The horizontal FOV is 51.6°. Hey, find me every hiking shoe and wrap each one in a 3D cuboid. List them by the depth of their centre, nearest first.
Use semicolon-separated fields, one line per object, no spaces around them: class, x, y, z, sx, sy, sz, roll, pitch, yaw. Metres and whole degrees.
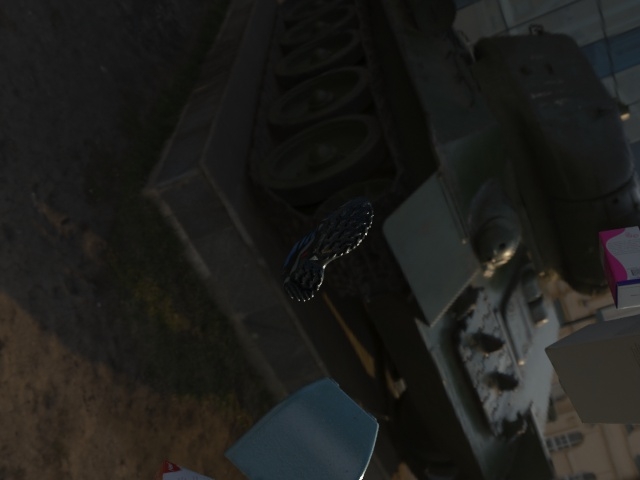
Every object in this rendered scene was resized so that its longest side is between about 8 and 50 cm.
hiking shoe;0.000;0.000;1.626;0.113;0.304;0.132;37;9;-31

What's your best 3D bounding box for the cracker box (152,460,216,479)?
cracker box;-0.153;0.439;1.026;0.232;0.067;0.156;26;0;-14

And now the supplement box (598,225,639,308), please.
supplement box;0.881;0.076;1.899;0.220;0.111;0.114;-84;159;-46

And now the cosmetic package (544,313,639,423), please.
cosmetic package;0.664;0.265;1.381;0.197;0.155;0.365;64;-19;5

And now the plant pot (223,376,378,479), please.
plant pot;-0.015;0.426;1.391;0.248;0.252;0.247;42;-10;7
